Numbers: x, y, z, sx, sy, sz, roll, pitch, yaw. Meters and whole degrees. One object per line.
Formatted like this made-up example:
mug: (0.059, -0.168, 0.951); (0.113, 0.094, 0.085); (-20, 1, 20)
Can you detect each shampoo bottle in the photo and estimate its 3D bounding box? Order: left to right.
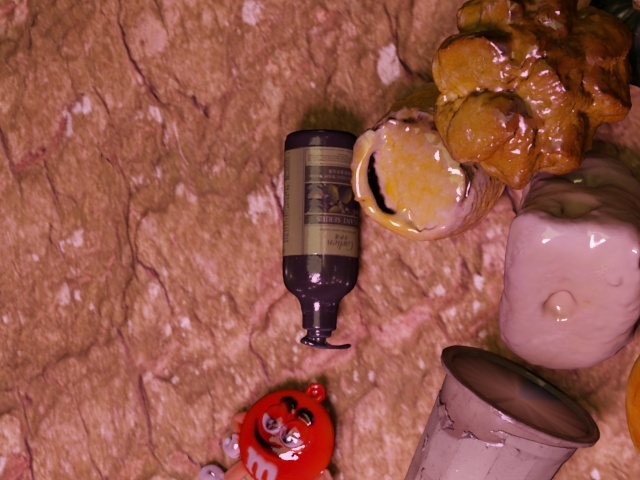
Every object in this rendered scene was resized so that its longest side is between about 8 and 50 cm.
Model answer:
shampoo bottle: (0.000, 0.000, 1.775); (0.101, 0.101, 0.284); (-1, 85, 20)

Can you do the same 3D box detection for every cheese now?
cheese: (0.310, 0.028, 1.644); (0.173, 0.251, 0.248); (6, 123, 8)

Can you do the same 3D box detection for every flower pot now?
flower pot: (0.193, 0.260, 1.634); (0.212, 0.212, 0.203); (35, 104, 19)

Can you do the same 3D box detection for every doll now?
doll: (-0.052, 0.285, 1.775); (0.183, 0.085, 0.217); (44, 108, 19)

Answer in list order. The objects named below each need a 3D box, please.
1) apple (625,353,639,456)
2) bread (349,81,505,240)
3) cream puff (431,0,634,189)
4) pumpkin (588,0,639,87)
apple: (0.466, 0.189, 1.550); (0.236, 0.207, 0.237); (2, 102, 10)
bread: (0.138, -0.097, 1.698); (0.197, 0.170, 0.197); (4, 101, 23)
cream puff: (0.244, -0.188, 1.571); (0.196, 0.244, 0.244); (-37, 67, 59)
pumpkin: (0.416, -0.268, 1.628); (0.190, 0.146, 0.190); (-2, 85, 17)
